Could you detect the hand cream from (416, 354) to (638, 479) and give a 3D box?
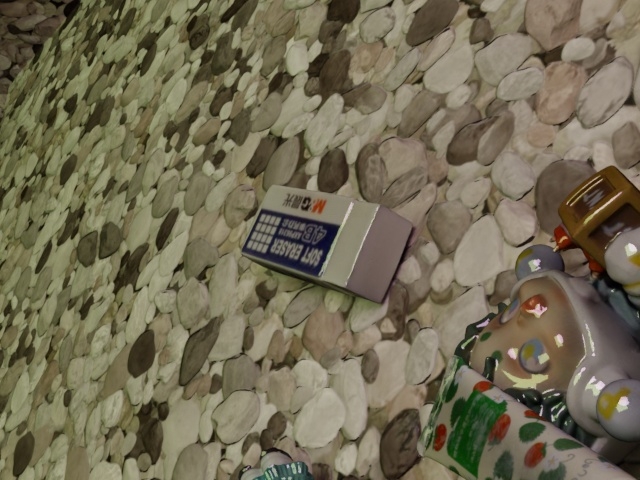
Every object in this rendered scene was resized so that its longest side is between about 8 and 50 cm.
[{"bbox_3d":[0.147,0.161,0.613,0.095,0.059,0.276,-69,21,-1],"label":"hand cream"}]

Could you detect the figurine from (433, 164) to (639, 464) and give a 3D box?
[{"bbox_3d":[0.255,0.067,0.735,0.382,0.186,0.261,-52,5,20],"label":"figurine"}]

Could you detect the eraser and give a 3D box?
[{"bbox_3d":[0.000,0.000,1.195,0.279,0.081,0.124,14,78,54],"label":"eraser"}]

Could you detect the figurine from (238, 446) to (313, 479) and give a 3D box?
[{"bbox_3d":[-0.031,0.345,0.993,0.138,0.110,0.245,-39,32,2],"label":"figurine"}]
